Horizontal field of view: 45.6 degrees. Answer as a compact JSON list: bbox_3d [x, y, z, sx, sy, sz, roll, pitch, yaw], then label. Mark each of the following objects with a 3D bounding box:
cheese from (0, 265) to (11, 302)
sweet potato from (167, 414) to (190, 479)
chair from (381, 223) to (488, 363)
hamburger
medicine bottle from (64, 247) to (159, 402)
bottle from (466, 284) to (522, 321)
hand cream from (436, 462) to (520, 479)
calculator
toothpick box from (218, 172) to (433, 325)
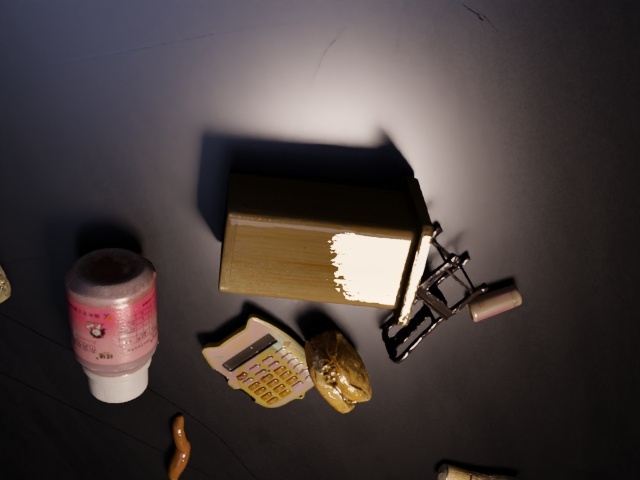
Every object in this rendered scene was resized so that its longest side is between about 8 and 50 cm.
[{"bbox_3d":[-0.606,0.079,1.229,0.192,0.037,0.097,-14,123,0],"label":"cheese"},{"bbox_3d":[-0.277,0.418,1.502,0.044,0.044,0.179,5,122,-13],"label":"sweet potato"},{"bbox_3d":[0.168,0.101,1.337,0.229,0.106,0.113,-42,120,16],"label":"chair"},{"bbox_3d":[0.031,0.234,1.379,0.083,0.138,0.147,-28,125,15],"label":"hamburger"},{"bbox_3d":[-0.339,0.144,1.254,0.147,0.147,0.247,0,121,-10],"label":"medicine bottle"},{"bbox_3d":[0.321,0.115,1.409,0.096,0.045,0.045,-20,123,2],"label":"bottle"},{"bbox_3d":[0.345,0.538,1.667,0.203,0.084,0.084,21,116,-16],"label":"hand cream"},{"bbox_3d":[-0.102,0.230,1.418,0.157,0.033,0.236,-34,124,11],"label":"calculator"},{"bbox_3d":[0.000,0.000,1.207,0.308,0.190,0.187,6,121,-8],"label":"toothpick box"}]
